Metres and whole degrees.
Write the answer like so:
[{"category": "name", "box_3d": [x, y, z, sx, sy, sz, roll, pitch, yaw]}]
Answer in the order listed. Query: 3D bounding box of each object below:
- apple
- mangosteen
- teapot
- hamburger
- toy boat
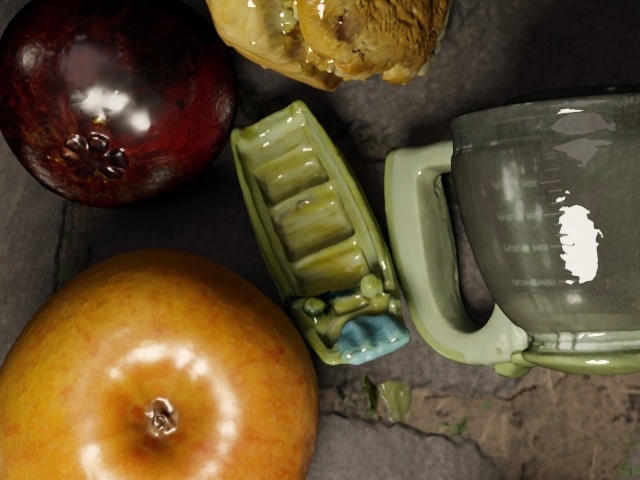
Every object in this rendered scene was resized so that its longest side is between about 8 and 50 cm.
[{"category": "apple", "box_3d": [-0.144, 0.157, 1.272, 0.299, 0.275, 0.299, 3, 74, -12]}, {"category": "mangosteen", "box_3d": [-0.191, -0.165, 1.422, 0.235, 0.235, 0.261, -8, 43, 20]}, {"category": "teapot", "box_3d": [0.190, -0.002, 1.219, 0.321, 0.239, 0.239, -3, 89, 17]}, {"category": "hamburger", "box_3d": [0.022, -0.279, 1.304, 0.158, 0.318, 0.319, 10, 83, 28]}, {"category": "toy boat", "box_3d": [0.001, 0.004, 1.350, 0.111, 0.084, 0.276, -23, 60, -3]}]
